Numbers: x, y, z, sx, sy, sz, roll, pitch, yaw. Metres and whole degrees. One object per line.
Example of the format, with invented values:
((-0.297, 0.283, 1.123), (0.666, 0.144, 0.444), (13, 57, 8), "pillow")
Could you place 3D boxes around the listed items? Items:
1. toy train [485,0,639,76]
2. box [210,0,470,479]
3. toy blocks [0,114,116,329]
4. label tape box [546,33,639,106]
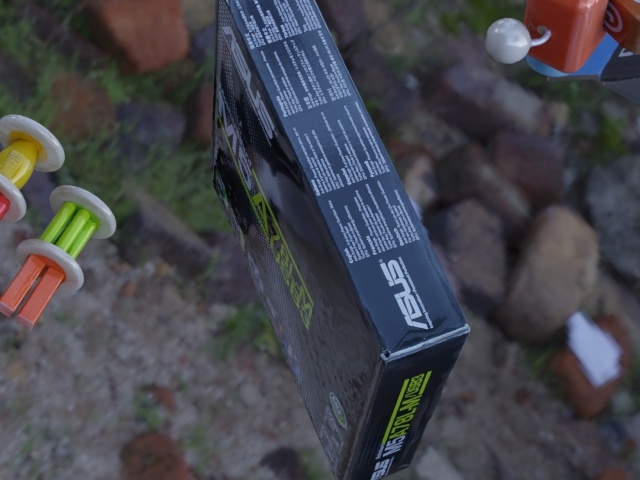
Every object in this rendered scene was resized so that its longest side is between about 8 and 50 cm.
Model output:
((0.099, -0.114, 0.436), (0.046, 0.166, 0.125), (31, 60, 17), "toy train")
((0.000, 0.000, 0.770), (0.045, 0.184, 0.190), (-19, 69, -11), "box")
((-0.213, 0.008, 1.137), (0.123, 0.054, 0.148), (57, 49, -35), "toy blocks")
((0.289, -0.160, 0.910), (0.106, 0.334, 0.240), (36, 83, -15), "label tape box")
